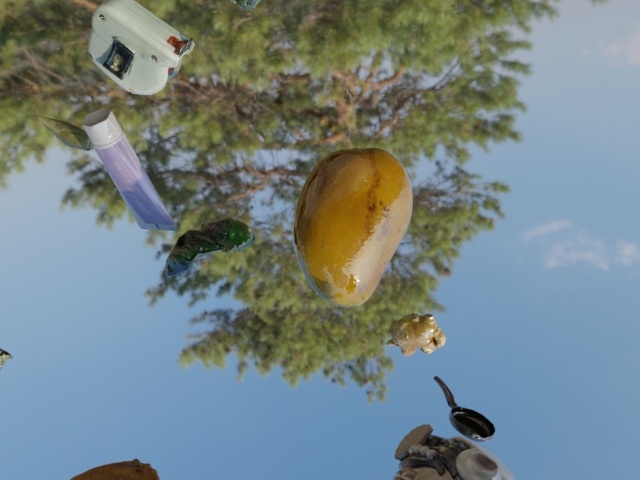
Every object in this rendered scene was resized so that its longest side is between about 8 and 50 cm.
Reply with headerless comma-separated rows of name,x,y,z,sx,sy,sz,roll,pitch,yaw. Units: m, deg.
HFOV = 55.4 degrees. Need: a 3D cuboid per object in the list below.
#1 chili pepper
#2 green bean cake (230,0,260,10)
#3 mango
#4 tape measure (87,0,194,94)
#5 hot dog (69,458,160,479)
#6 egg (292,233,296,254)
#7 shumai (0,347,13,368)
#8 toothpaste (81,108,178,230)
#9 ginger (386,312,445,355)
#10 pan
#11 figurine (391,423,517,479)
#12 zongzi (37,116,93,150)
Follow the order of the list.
chili pepper,-0.293,-0.002,1.640,0.264,0.116,0.148,-22,180,-38
green bean cake,-0.209,-0.710,1.596,0.173,0.181,0.094,-27,-147,59
mango,0.069,-0.038,1.383,0.263,0.378,0.221,18,166,-20
tape measure,-0.483,-0.498,1.597,0.246,0.243,0.125,-46,-169,47
hot dog,-0.465,0.615,1.449,0.256,0.150,0.153,5,-170,20
egg,0.000,0.000,2.039,0.186,0.186,0.253,-16,-121,-4
shumai,-0.783,0.297,1.468,0.080,0.082,0.083,-12,158,-12
toothpaste,-0.482,-0.155,1.539,0.125,0.371,0.080,2,-135,21
ginger,0.323,0.330,2.142,0.216,0.157,0.102,-24,-163,30
pan,0.341,0.420,1.510,0.114,0.040,0.212,9,-154,-38
figurine,0.269,0.480,1.000,0.211,0.253,0.361,26,172,-40
zongzi,-0.675,-0.288,1.639,0.154,0.130,0.062,21,-100,38
